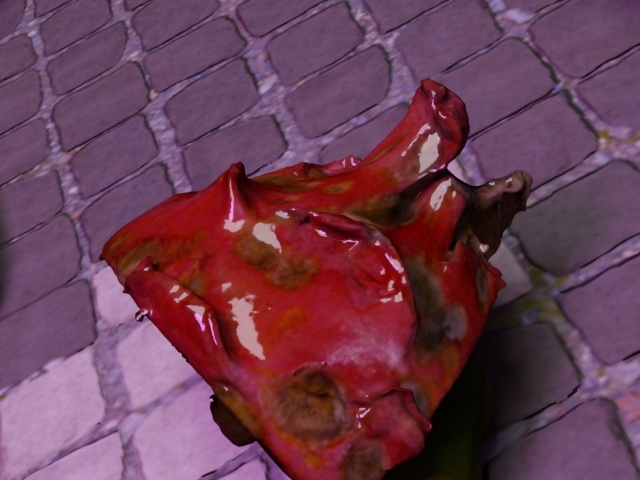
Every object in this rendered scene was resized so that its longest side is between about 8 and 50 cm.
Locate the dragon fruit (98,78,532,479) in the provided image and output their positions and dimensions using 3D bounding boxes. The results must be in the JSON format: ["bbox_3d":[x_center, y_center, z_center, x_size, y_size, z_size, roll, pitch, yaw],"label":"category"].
[{"bbox_3d":[0.000,0.000,0.796,0.211,0.134,0.262,-37,20,-11],"label":"dragon fruit"}]

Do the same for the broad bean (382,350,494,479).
[{"bbox_3d":[0.051,0.110,0.741,0.070,0.048,0.213,-32,26,20],"label":"broad bean"}]
